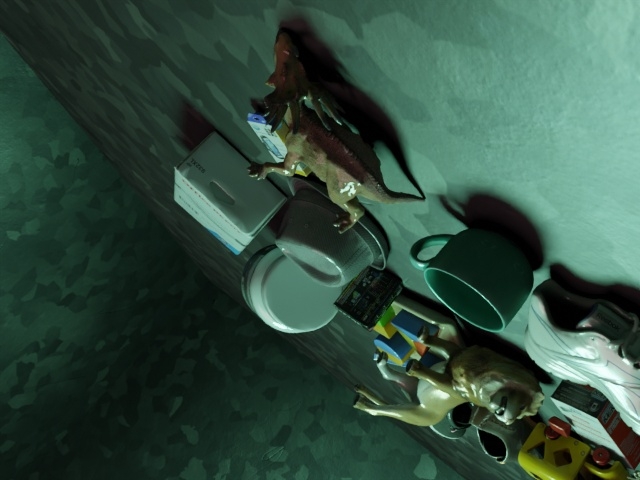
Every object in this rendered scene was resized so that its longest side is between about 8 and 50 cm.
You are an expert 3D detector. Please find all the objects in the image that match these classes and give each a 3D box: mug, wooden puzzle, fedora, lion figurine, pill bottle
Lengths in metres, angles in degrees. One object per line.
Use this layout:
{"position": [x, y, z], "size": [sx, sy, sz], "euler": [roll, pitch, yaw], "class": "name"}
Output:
{"position": [0.211, 0.037, 0.847], "size": [0.158, 0.097, 0.129], "euler": [42, 165, -1], "class": "mug"}
{"position": [0.206, 0.227, 1.423], "size": [0.322, 0.080, 0.348], "euler": [25, 158, 47], "class": "wooden puzzle"}
{"position": [0.000, 0.000, 1.212], "size": [0.275, 0.124, 0.243], "euler": [26, 158, 44], "class": "fedora"}
{"position": [0.244, 0.302, 1.261], "size": [0.240, 0.142, 0.392], "euler": [28, 149, -11], "class": "lion figurine"}
{"position": [-0.072, 0.109, 1.477], "size": [0.204, 0.204, 0.361], "euler": [44, 171, -10], "class": "pill bottle"}

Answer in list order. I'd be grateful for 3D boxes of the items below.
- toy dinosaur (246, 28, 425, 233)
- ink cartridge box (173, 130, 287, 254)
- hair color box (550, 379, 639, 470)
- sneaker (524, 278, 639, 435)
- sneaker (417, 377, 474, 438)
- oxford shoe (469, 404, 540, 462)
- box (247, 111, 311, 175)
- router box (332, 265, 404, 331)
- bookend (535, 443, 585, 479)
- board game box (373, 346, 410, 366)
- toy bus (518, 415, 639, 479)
{"position": [0.018, -0.124, 0.847], "size": [0.296, 0.127, 0.200], "euler": [36, 158, 0], "class": "toy dinosaur"}
{"position": [-0.222, -0.099, 1.471], "size": [0.223, 0.129, 0.307], "euler": [43, 165, -5], "class": "ink cartridge box"}
{"position": [0.470, 0.306, 1.046], "size": [0.167, 0.053, 0.093], "euler": [47, 165, -29], "class": "hair color box"}
{"position": [0.371, 0.146, 0.754], "size": [0.297, 0.111, 0.129], "euler": [26, 152, 43], "class": "sneaker"}
{"position": [0.365, 0.483, 1.689], "size": [0.147, 0.104, 0.295], "euler": [31, 158, 51], "class": "sneaker"}
{"position": [0.417, 0.437, 1.385], "size": [0.130, 0.132, 0.363], "euler": [21, 155, 51], "class": "oxford shoe"}
{"position": [-0.073, -0.175, 1.093], "size": [0.081, 0.028, 0.136], "euler": [23, 154, 49], "class": "box"}
{"position": [0.099, 0.115, 1.289], "size": [0.092, 0.122, 0.038], "euler": [33, 169, 28], "class": "router box"}
{"position": [0.529, 0.486, 1.277], "size": [0.157, 0.072, 0.156], "euler": [52, -179, -35], "class": "bookend"}
{"position": [0.188, 0.293, 1.616], "size": [0.090, 0.020, 0.090], "euler": [12, -166, 8], "class": "board game box"}
{"position": [0.450, 0.410, 1.089], "size": [0.191, 0.104, 0.202], "euler": [35, 167, 17], "class": "toy bus"}
